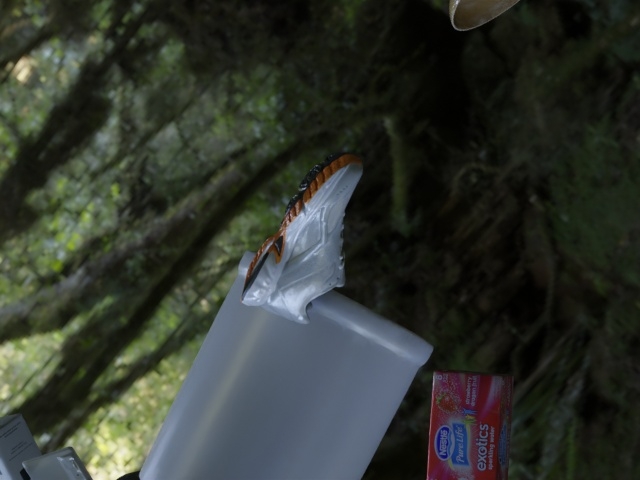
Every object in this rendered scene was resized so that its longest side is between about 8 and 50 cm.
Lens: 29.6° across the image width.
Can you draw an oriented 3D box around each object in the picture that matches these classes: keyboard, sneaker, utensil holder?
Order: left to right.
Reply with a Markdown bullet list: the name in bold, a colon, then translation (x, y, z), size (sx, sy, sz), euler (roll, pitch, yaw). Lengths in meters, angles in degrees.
- **keyboard**: translation (-0.301, 0.374, 1.592), size (0.014, 0.072, 0.256), euler (-81, -29, -58)
- **utensil holder**: translation (-0.057, 0.258, 1.858), size (0.328, 0.385, 0.327), euler (27, 174, 3)
- **sneaker**: translation (0.000, 0.000, 1.662), size (0.121, 0.262, 0.099), euler (29, -157, -13)

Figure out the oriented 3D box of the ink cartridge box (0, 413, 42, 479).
- **ink cartridge box**: translation (-0.558, 0.424, 2.140), size (0.087, 0.153, 0.208), euler (-38, -71, -52)

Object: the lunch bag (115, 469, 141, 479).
- **lunch bag**: translation (-0.235, 0.522, 2.120), size (0.256, 0.305, 0.212), euler (-90, -9, -78)

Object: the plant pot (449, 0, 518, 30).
- **plant pot**: translation (0.236, -0.341, 1.419), size (0.032, 0.236, 0.236), euler (50, -164, 12)

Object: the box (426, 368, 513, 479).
- **box**: translation (0.267, 0.362, 2.161), size (0.128, 0.256, 0.123), euler (3, 176, 20)
